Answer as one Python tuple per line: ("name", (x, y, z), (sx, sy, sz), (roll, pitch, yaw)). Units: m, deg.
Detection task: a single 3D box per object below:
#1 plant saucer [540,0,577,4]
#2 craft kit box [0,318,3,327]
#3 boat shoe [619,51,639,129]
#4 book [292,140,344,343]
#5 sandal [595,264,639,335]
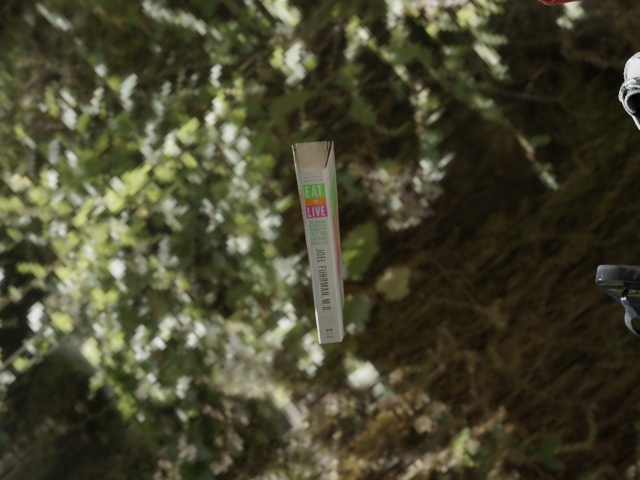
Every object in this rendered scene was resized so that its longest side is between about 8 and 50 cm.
("plant saucer", (0.352, -0.329, 1.512), (0.259, 0.258, 0.048), (-5, -91, -65))
("craft kit box", (-0.366, -0.029, 1.101), (0.250, 0.061, 0.247), (-7, 111, 62))
("boat shoe", (0.370, -0.156, 1.480), (0.063, 0.066, 0.184), (9, -138, -17))
("book", (0.000, 0.000, 1.084), (0.096, 0.035, 0.144), (-89, -7, -72))
("sandal", (0.413, 0.095, 1.560), (0.254, 0.097, 0.054), (35, -117, -38))
